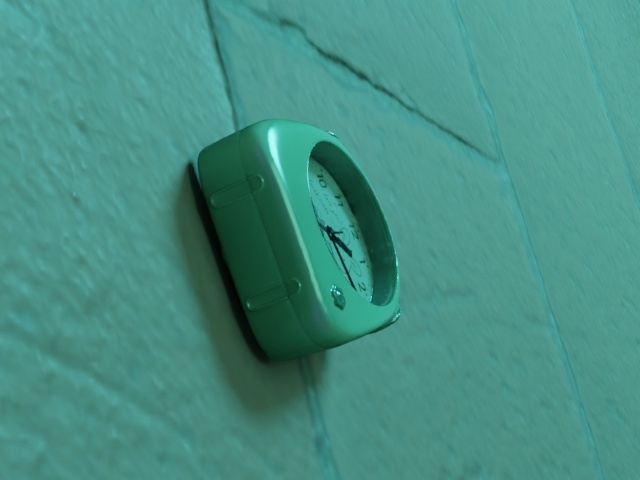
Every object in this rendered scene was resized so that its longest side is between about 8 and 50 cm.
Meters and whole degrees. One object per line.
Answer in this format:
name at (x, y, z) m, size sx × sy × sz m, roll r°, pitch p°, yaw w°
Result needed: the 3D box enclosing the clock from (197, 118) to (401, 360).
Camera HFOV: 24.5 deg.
clock at (0.000, 0.000, 0.666) m, size 0.135 × 0.041 × 0.101 m, roll 0°, pitch 69°, yaw -67°
